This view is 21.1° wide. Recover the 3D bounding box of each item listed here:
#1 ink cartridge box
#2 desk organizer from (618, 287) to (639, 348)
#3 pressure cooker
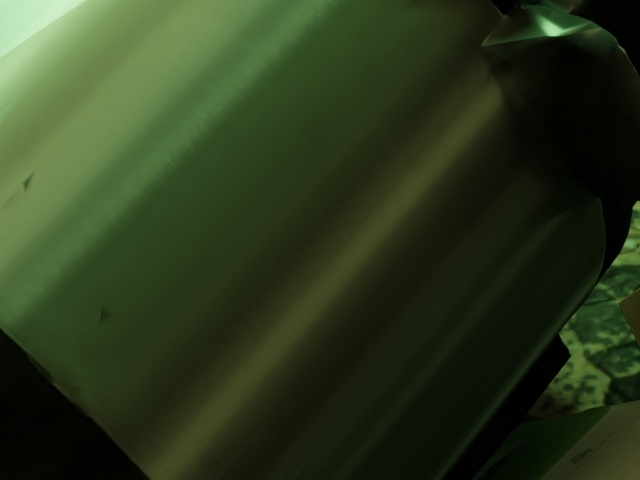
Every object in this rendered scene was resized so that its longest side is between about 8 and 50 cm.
[{"bbox_3d":[0.147,0.130,0.844,0.109,0.062,0.209,-38,10,-34],"label":"ink cartridge box"},{"bbox_3d":[0.241,0.032,0.997,0.130,0.050,0.047,-13,71,-33],"label":"desk organizer"},{"bbox_3d":[-0.050,-0.036,0.804,0.370,0.375,0.420,37,68,10],"label":"pressure cooker"}]
